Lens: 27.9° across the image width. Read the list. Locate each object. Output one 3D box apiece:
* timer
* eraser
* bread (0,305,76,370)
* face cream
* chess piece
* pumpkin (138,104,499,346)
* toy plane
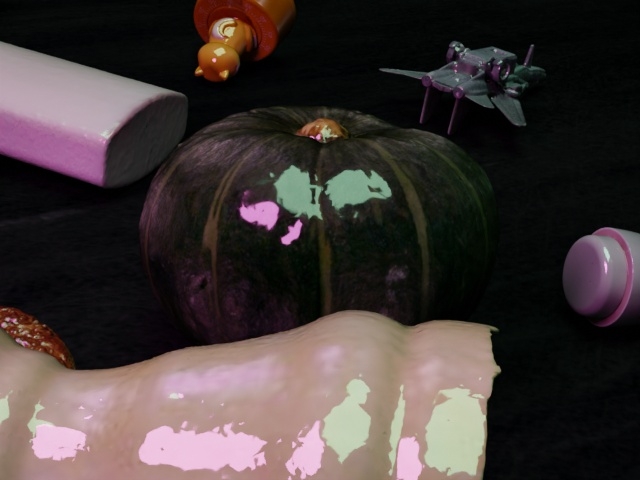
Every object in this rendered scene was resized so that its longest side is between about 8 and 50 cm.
[{"bbox_3d":[-0.115,-0.257,1.638,0.132,0.132,0.152,13,52,11],"label":"timer"},{"bbox_3d":[-0.299,-0.143,1.370,0.270,0.094,0.174,16,29,18],"label":"eraser"},{"bbox_3d":[-0.268,0.105,0.942,0.193,0.064,0.193,3,30,-2],"label":"bread"},{"bbox_3d":[0.279,0.035,1.181,0.095,0.091,0.091,5,27,-21],"label":"face cream"},{"bbox_3d":[-0.128,0.136,0.764,0.442,0.234,0.234,7,27,5],"label":"chess piece"},{"bbox_3d":[0.000,0.000,1.063,0.300,0.207,0.300,-3,18,1],"label":"pumpkin"},{"bbox_3d":[0.224,-0.210,1.632,0.212,0.088,0.267,27,33,32],"label":"toy plane"}]
